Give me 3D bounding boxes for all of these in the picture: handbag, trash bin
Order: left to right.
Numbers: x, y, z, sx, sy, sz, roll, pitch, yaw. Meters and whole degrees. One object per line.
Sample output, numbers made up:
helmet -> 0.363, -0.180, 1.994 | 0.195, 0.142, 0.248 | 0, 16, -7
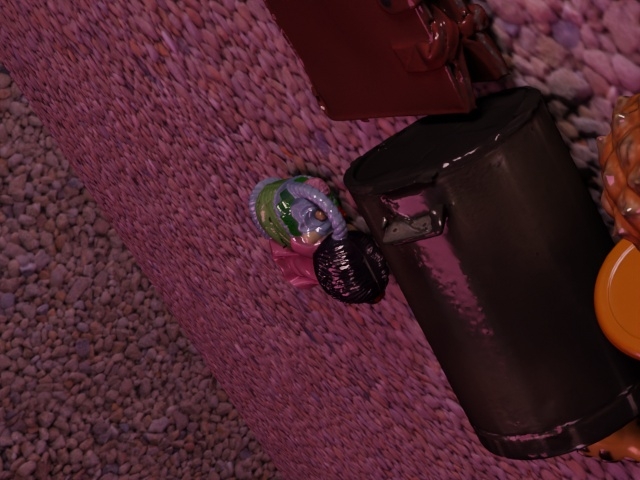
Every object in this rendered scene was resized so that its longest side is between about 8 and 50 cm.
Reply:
handbag -> 0.034, -0.240, 1.161 | 0.275, 0.084, 0.260 | 12, 136, 61
trash bin -> 0.175, 0.025, 1.138 | 0.203, 0.252, 0.301 | -18, 111, 33

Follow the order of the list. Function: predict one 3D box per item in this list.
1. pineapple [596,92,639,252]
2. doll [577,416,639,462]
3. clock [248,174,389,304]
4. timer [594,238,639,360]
pineapple -> 0.311, -0.066, 0.725 | 0.175, 0.175, 0.361 | 52, 162, -6
doll -> 0.366, 0.237, 1.319 | 0.117, 0.086, 0.291 | 11, -169, -44
clock -> 0.000, 0.000, 1.671 | 0.195, 0.100, 0.194 | 17, 141, 56
timer -> 0.329, 0.068, 1.058 | 0.132, 0.132, 0.152 | 31, 176, 44
